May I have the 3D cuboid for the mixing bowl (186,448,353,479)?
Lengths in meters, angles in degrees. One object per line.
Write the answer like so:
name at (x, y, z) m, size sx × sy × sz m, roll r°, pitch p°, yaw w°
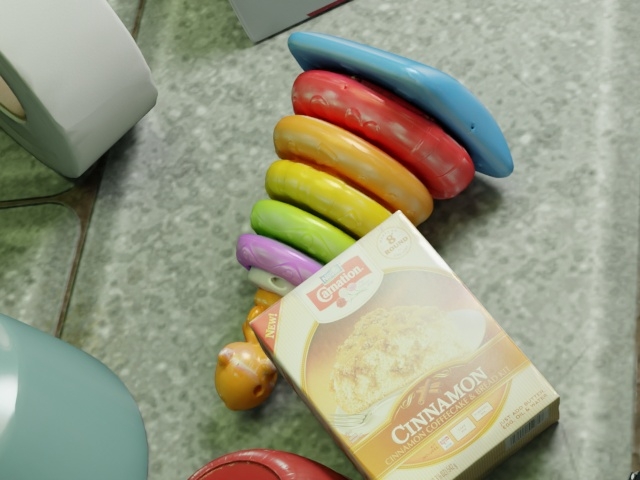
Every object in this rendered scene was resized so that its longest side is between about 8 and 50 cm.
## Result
mixing bowl at (-0.048, 0.217, 1.303) m, size 0.181 × 0.098 × 0.181 m, roll -13°, pitch 49°, yaw 15°

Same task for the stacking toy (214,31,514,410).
stacking toy at (0.000, 0.000, 1.441) m, size 0.165 × 0.175 × 0.302 m, roll 21°, pitch 78°, yaw 42°

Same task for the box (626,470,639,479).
box at (0.276, 0.253, 1.164) m, size 0.220 × 0.051 × 0.175 m, roll 11°, pitch 59°, yaw 29°

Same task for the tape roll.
tape roll at (-0.275, -0.191, 1.600) m, size 0.100 × 0.286 × 0.286 m, roll -44°, pitch 50°, yaw -13°

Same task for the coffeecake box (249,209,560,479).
coffeecake box at (0.061, 0.095, 1.332) m, size 0.142 × 0.068 × 0.185 m, roll -37°, pitch 70°, yaw -7°

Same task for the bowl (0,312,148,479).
bowl at (-0.307, 0.165, 1.415) m, size 0.311 × 0.163 × 0.312 m, roll -13°, pitch 50°, yaw 15°

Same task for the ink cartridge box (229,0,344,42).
ink cartridge box at (-0.050, -0.302, 1.695) m, size 0.128 × 0.127 × 0.176 m, roll -25°, pitch 48°, yaw 4°
